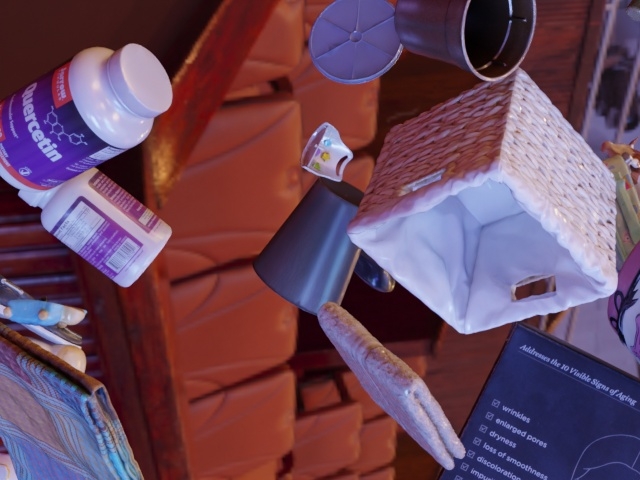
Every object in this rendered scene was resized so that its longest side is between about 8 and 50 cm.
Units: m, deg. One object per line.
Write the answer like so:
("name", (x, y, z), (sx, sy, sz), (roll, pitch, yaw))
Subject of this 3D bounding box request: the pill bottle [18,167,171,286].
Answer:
("pill bottle", (-0.483, -0.051, 1.913), (0.169, 0.301, 0.169), (-47, -168, 14))

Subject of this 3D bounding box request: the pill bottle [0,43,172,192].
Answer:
("pill bottle", (-0.420, -0.217, 1.555), (0.181, 0.323, 0.181), (41, 38, -41))

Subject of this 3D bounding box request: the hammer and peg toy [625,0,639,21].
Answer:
("hammer and peg toy", (0.488, -0.508, 1.385), (0.127, 0.361, 0.266), (-53, -163, -9))

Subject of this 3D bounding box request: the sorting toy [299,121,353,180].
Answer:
("sorting toy", (0.013, -0.133, 1.433), (0.083, 0.075, 0.045), (-64, -160, -11))

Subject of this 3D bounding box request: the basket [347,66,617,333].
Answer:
("basket", (0.288, -0.055, 1.513), (0.328, 0.331, 0.266), (-23, -145, 43))

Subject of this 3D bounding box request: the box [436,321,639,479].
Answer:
("box", (0.530, 0.482, 1.898), (0.471, 0.480, 0.297), (-64, 165, 3))

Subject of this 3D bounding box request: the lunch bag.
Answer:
("lunch bag", (0.644, -0.045, 1.992), (0.224, 0.108, 0.279), (64, 9, -78))

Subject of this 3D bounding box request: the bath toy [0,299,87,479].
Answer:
("bath toy", (-0.478, 0.274, 1.477), (0.129, 0.151, 0.348), (53, 49, -80))

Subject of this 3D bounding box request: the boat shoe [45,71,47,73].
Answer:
("boat shoe", (-0.571, -0.311, 1.964), (0.125, 0.038, 0.046), (54, 3, -21))

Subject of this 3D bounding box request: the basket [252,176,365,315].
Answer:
("basket", (0.000, 0.000, 1.743), (0.154, 0.204, 0.227), (-9, 131, -62))

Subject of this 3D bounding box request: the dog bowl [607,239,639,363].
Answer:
("dog bowl", (0.718, 0.078, 1.705), (0.150, 0.408, 0.408), (42, -35, 39))

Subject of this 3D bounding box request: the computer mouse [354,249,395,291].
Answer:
("computer mouse", (0.096, 0.024, 2.312), (0.072, 0.272, 0.188), (-52, 177, 24))

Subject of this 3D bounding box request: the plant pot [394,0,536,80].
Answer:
("plant pot", (0.213, -0.338, 1.372), (0.165, 0.167, 0.167), (22, -57, 47))

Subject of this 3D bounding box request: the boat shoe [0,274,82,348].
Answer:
("boat shoe", (-0.695, 0.178, 2.193), (0.302, 0.114, 0.091), (40, 66, -43))

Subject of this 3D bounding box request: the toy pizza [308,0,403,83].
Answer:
("toy pizza", (0.075, -0.410, 1.834), (0.032, 0.201, 0.201), (46, 36, -70))

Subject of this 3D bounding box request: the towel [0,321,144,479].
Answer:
("towel", (-0.299, 0.228, 1.009), (0.040, 0.271, 0.370), (-47, 146, -34))

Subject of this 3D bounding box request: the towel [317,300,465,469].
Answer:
("towel", (0.104, 0.205, 1.246), (0.187, 0.049, 0.282), (39, -12, 37))

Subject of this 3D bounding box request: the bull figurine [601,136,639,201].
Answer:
("bull figurine", (0.778, -0.130, 2.165), (0.101, 0.188, 0.310), (-42, -111, 32))
